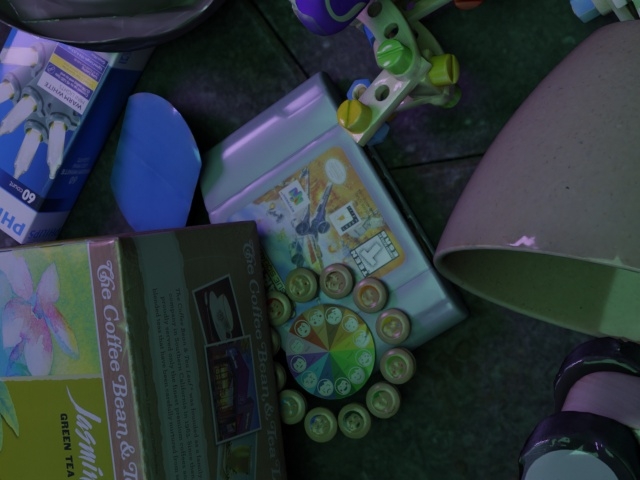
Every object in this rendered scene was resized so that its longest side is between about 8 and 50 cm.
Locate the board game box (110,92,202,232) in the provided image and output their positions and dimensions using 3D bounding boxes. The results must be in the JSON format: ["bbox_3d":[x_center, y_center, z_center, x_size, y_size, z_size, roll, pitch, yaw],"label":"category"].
[{"bbox_3d":[-0.170,-0.078,1.417,0.133,0.033,0.169,40,127,31],"label":"board game box"}]

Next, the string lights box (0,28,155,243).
[{"bbox_3d":[-0.307,-0.141,1.452,0.133,0.077,0.260,33,104,15],"label":"string lights box"}]

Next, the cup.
[{"bbox_3d":[0.288,-0.049,1.123,0.331,0.331,0.237,13,78,20],"label":"cup"}]

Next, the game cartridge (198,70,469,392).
[{"bbox_3d":[0.000,0.000,1.355,0.198,0.062,0.297,-33,81,16],"label":"game cartridge"}]

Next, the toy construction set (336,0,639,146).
[{"bbox_3d":[0.150,-0.233,1.228,0.327,0.151,0.215,-20,61,14],"label":"toy construction set"}]

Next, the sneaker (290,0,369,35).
[{"bbox_3d":[0.081,-0.310,1.155,0.146,0.102,0.293,24,82,41],"label":"sneaker"}]

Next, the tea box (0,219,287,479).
[{"bbox_3d":[-0.230,0.160,1.333,0.323,0.220,0.329,-7,91,34],"label":"tea box"}]

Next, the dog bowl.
[{"bbox_3d":[-0.217,-0.355,1.345,0.348,0.102,0.349,-2,79,9],"label":"dog bowl"}]

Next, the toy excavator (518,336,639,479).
[{"bbox_3d":[0.378,0.349,1.139,0.445,0.222,0.433,15,112,17],"label":"toy excavator"}]

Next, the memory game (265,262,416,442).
[{"bbox_3d":[0.009,0.114,1.324,0.186,0.012,0.186,2,94,22],"label":"memory game"}]
